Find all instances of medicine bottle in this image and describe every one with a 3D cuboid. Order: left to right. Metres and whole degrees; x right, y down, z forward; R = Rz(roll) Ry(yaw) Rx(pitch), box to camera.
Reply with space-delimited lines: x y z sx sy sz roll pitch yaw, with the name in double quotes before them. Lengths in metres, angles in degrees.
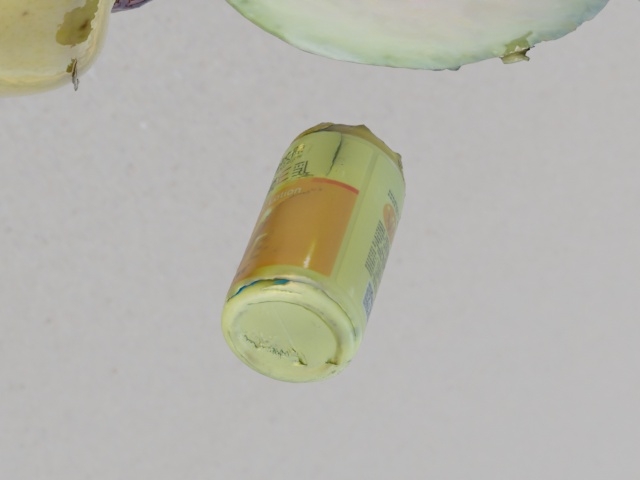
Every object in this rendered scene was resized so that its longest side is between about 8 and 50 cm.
"medicine bottle" 0.000 0.000 1.439 0.239 0.124 0.124 -72 174 -49

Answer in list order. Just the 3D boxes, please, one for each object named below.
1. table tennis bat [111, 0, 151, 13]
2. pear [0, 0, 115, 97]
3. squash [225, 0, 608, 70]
"table tennis bat" -0.199 -0.316 1.748 0.038 0.310 0.200 107 3 -83
"pear" -0.292 -0.268 1.418 0.309 0.309 0.309 -27 143 -23
"squash" 0.079 -0.320 1.025 0.263 0.263 0.384 57 38 -56
